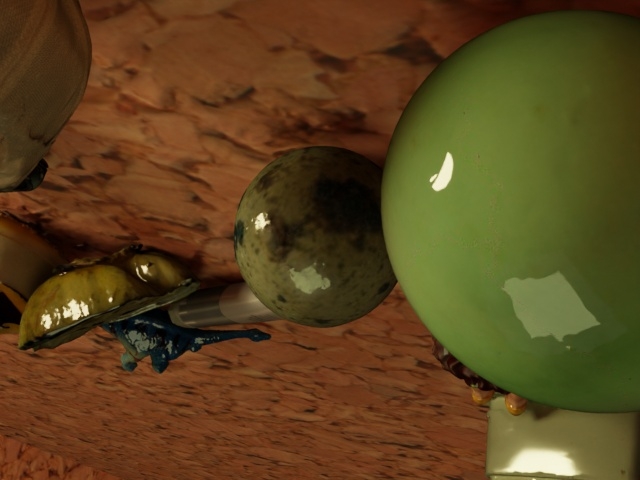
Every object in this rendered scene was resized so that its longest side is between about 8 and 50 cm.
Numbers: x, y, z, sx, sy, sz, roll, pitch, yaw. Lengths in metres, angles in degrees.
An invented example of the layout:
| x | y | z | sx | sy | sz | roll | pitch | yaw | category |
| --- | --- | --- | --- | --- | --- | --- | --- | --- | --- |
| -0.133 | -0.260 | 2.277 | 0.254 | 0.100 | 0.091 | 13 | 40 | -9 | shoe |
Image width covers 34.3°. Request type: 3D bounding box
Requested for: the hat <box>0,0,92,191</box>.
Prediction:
| x | y | z | sx | sy | sz | roll | pitch | yaw | category |
| --- | --- | --- | --- | --- | --- | --- | --- | --- | --- |
| -0.255 | -0.148 | 0.635 | 0.275 | 0.161 | 0.232 | 27 | 158 | 40 | hat |

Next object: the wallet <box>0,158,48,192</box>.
| x | y | z | sx | sy | sz | roll | pitch | yaw | category |
| --- | --- | --- | --- | --- | --- | --- | --- | --- | --- |
| -0.396 | -0.124 | 0.904 | 0.172 | 0.045 | 0.318 | 2 | 156 | 36 | wallet |

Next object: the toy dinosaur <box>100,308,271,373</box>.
| x | y | z | sx | sy | sz | roll | pitch | yaw | category |
| --- | --- | --- | --- | --- | --- | --- | --- | --- | --- |
| -0.230 | 0.127 | 1.384 | 0.329 | 0.076 | 0.144 | 11 | 152 | 1 | toy dinosaur |

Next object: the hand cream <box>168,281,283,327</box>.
| x | y | z | sx | sy | sz | roll | pitch | yaw | category |
| --- | --- | --- | --- | --- | --- | --- | --- | --- | --- |
| -0.068 | 0.069 | 1.166 | 0.255 | 0.048 | 0.079 | -8 | 164 | 40 | hand cream |

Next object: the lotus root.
| x | y | z | sx | sy | sz | roll | pitch | yaw | category |
| --- | --- | --- | --- | --- | --- | --- | --- | --- | --- |
| -0.238 | 0.053 | 1.142 | 0.203 | 0.078 | 0.183 | -21 | 176 | 6 | lotus root |

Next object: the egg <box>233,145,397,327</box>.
| x | y | z | sx | sy | sz | roll | pitch | yaw | category |
| --- | --- | --- | --- | --- | --- | --- | --- | --- | --- |
| 0.000 | 0.000 | 0.830 | 0.141 | 0.141 | 0.182 | 14 | 159 | 0 | egg |

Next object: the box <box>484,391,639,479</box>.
| x | y | z | sx | sy | sz | roll | pitch | yaw | category |
| --- | --- | --- | --- | --- | --- | --- | --- | --- | --- |
| 0.326 | 0.227 | 1.150 | 0.220 | 0.166 | 0.290 | -5 | 152 | 40 | box |

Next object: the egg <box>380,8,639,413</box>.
| x | y | z | sx | sy | sz | roll | pitch | yaw | category |
| --- | --- | --- | --- | --- | --- | --- | --- | --- | --- |
| 0.156 | -0.011 | 0.596 | 0.220 | 0.220 | 0.269 | -5 | 151 | 40 | egg |

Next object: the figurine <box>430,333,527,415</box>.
| x | y | z | sx | sy | sz | roll | pitch | yaw | category |
| --- | --- | --- | --- | --- | --- | --- | --- | --- | --- |
| 0.173 | 0.092 | 0.982 | 0.174 | 0.116 | 0.240 | 9 | 158 | 14 | figurine |

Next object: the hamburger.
| x | y | z | sx | sy | sz | roll | pitch | yaw | category |
| --- | --- | --- | --- | --- | --- | --- | --- | --- | --- |
| -0.375 | 0.033 | 1.199 | 0.173 | 0.116 | 0.210 | 0 | 151 | 14 | hamburger |
